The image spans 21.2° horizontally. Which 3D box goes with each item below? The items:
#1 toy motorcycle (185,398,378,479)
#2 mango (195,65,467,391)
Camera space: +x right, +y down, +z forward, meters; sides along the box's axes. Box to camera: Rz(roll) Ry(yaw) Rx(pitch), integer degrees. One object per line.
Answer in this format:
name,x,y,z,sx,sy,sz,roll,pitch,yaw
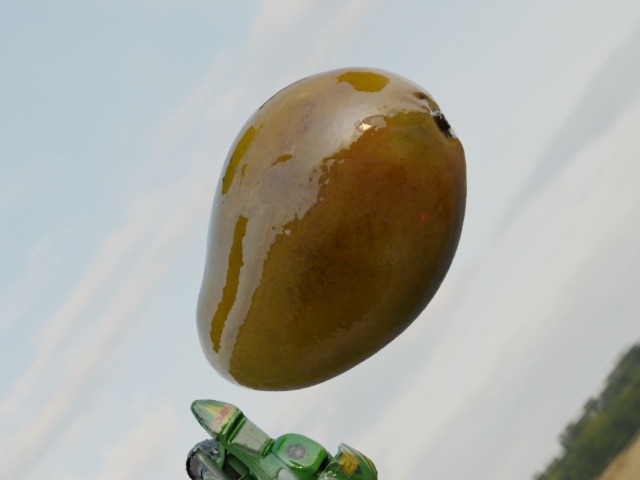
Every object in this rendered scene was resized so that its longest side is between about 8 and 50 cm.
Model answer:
toy motorcycle,-0.022,0.195,1.383,0.074,0.190,0.106,-55,-21,-45
mango,0.005,-0.001,0.763,0.089,0.111,0.163,-78,-1,-59
